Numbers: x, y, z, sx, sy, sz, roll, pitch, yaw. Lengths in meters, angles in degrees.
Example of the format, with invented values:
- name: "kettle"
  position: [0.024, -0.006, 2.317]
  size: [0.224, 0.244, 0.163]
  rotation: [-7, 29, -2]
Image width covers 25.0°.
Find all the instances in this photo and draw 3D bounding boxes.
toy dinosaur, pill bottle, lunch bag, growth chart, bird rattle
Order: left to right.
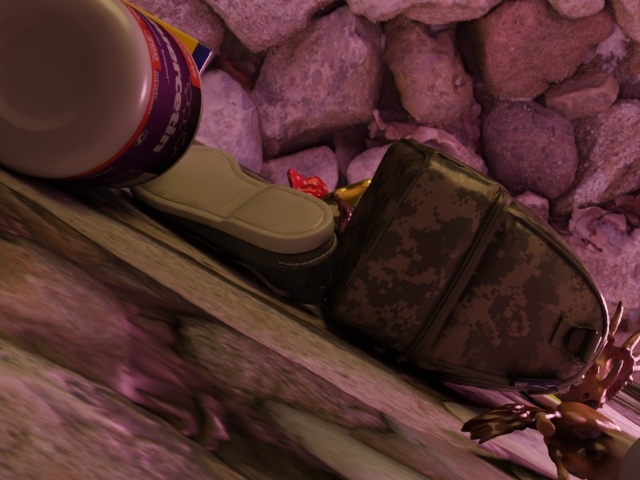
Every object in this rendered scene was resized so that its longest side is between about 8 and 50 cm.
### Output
- name: "pill bottle"
  position: [-0.218, -0.144, 1.398]
  size: [0.181, 0.181, 0.323]
  rotation: [30, 4, 7]
- name: "bird rattle"
  position: [0.053, -0.030, 2.364]
  size: [0.207, 0.143, 0.253]
  rotation: [11, 0, -24]
- name: "lunch bag"
  position: [0.155, 0.040, 1.521]
  size: [0.256, 0.212, 0.305]
  rotation: [27, 4, -5]
- name: "growth chart"
  position: [0.318, 0.215, 1.907]
  size: [0.172, 0.021, 0.237]
  rotation: [29, 3, 12]
- name: "toy dinosaur"
  position: [0.287, 0.096, 1.710]
  size: [0.127, 0.200, 0.295]
  rotation: [3, 59, -28]

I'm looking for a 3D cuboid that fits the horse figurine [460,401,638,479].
- name: "horse figurine"
  position: [0.252, 0.201, 1.230]
  size: [0.263, 0.066, 0.174]
  rotation: [32, 10, 10]

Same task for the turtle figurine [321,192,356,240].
- name: "turtle figurine"
  position: [0.000, 0.000, 1.736]
  size: [0.234, 0.118, 0.175]
  rotation: [21, 7, -28]

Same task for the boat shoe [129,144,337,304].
- name: "boat shoe"
  position: [-0.101, -0.019, 1.537]
  size: [0.319, 0.116, 0.099]
  rotation: [24, -45, 44]

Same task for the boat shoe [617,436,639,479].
- name: "boat shoe"
  position: [0.372, 0.257, 1.018]
  size: [0.367, 0.136, 0.156]
  rotation: [38, 3, -21]

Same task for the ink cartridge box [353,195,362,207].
- name: "ink cartridge box"
  position: [0.181, 0.059, 2.202]
  size: [0.207, 0.119, 0.353]
  rotation: [30, 3, 28]

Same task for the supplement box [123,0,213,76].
- name: "supplement box"
  position: [-0.354, -0.269, 1.984]
  size: [0.356, 0.195, 0.194]
  rotation: [28, 4, -14]
